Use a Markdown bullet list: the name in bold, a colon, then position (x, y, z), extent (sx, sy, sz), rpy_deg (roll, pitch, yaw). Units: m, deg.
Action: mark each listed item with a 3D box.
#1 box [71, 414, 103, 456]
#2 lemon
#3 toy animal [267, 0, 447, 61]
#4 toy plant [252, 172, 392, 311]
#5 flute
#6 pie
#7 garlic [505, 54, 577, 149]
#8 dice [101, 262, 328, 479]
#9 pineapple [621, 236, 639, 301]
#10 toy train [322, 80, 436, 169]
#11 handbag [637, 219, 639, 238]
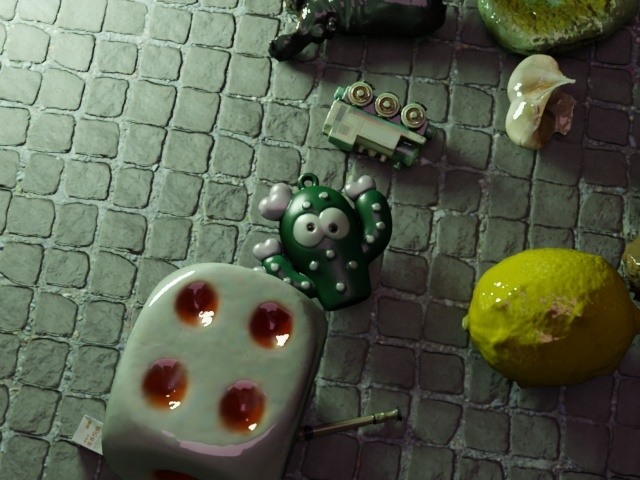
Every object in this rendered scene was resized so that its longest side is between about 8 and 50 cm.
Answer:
- **box**: position (-0.344, 0.332, 1.699), extent (0.117, 0.036, 0.050), rpy_deg (22, 72, 6)
- **lemon**: position (0.374, 0.124, 1.674), extent (0.288, 0.233, 0.233), rpy_deg (0, 72, 11)
- **toy animal**: position (0.062, -0.435, 1.917), extent (0.343, 0.106, 0.168), rpy_deg (-10, 80, 2)
- **toy plant**: position (0.004, -0.003, 1.772), extent (0.233, 0.112, 0.243), rpy_deg (8, 78, -3)
- **flute**: position (0.020, 0.310, 1.717), extent (0.233, 0.027, 0.027), rpy_deg (-11, 73, -4)
- **pie**: position (0.439, -0.483, 1.956), extent (0.323, 0.070, 0.323), rpy_deg (0, 69, 1)
- **garlic**: position (0.392, -0.247, 1.866), extent (0.124, 0.099, 0.174), rpy_deg (12, 73, 18)
- **dice**: position (-0.154, 0.232, 1.571), extent (0.277, 0.304, 0.304), rpy_deg (17, 61, 6)
- **pineapple**: position (0.576, 0.104, 1.690), extent (0.128, 0.128, 0.248), rpy_deg (-28, 115, -9)
- **toy train**: position (0.105, -0.203, 1.859), extent (0.194, 0.081, 0.125), rpy_deg (24, 84, 4)
- **handbag**: position (0.708, -0.079, 1.789), extent (0.302, 0.149, 0.283), rpy_deg (4, 75, 2)
